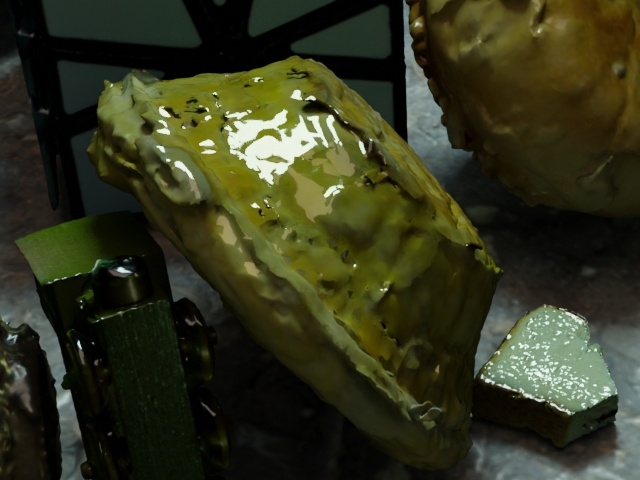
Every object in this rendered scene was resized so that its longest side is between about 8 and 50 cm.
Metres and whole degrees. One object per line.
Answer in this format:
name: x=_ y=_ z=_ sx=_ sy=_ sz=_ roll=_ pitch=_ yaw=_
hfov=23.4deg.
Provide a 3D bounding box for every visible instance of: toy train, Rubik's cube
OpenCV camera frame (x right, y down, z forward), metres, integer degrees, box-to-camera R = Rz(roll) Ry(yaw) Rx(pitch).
toy train: x=-0.108 y=0.100 z=0.905 sx=0.090 sy=0.225 sz=0.137 roll=-16 pitch=26 yaw=-18
Rubik's cube: x=-0.100 y=-0.215 z=1.203 sx=0.294 sy=0.288 sz=0.283 roll=-13 pitch=39 yaw=-8

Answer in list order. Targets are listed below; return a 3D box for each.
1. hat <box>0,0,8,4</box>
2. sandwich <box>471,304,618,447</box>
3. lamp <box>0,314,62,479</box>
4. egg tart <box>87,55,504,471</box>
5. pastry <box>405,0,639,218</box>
hat: x=-0.347 y=-0.239 z=1.420 sx=0.245 sy=0.149 sz=0.214 roll=-45 pitch=59 yaw=6
sandwich: x=0.159 y=0.089 z=1.032 sx=0.093 sy=0.035 sz=0.105 roll=16 pitch=43 yaw=22
lamp: x=-0.292 y=0.126 z=0.914 sx=0.274 sy=0.177 sz=0.177 roll=-8 pitch=41 yaw=-6
egg tart: x=0.007 y=-0.009 z=0.950 sx=0.132 sy=0.341 sz=0.341 roll=-44 pitch=44 yaw=9
pastry: x=0.193 y=-0.151 z=1.170 sx=0.284 sy=0.184 sz=0.315 roll=40 pitch=52 yaw=-15
